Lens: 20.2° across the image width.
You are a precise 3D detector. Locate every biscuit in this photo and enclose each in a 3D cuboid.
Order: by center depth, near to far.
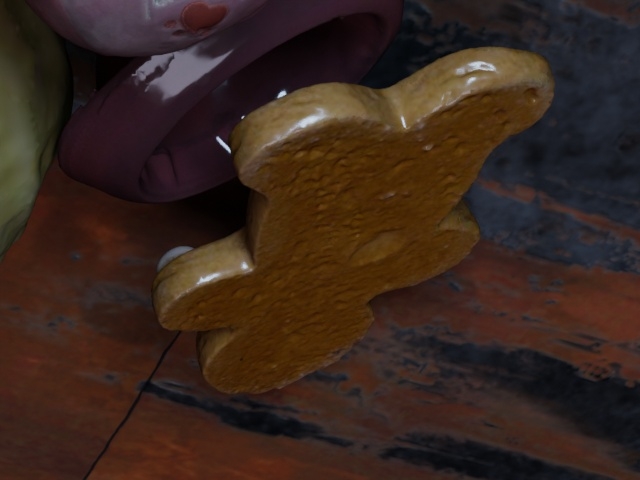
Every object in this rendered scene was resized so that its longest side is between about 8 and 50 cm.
[{"bbox_3d":[0.000,-0.002,1.028,0.205,0.049,0.324,-14,152,-21],"label":"biscuit"}]

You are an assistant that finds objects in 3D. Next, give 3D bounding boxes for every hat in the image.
[{"bbox_3d":[-0.052,-0.100,0.923,0.205,0.089,0.205,-32,167,-8],"label":"hat"}]

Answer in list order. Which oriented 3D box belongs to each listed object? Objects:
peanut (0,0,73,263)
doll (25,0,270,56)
[{"bbox_3d":[-0.219,-0.103,0.866,0.174,0.158,0.340,7,133,20],"label":"peanut"},{"bbox_3d":[-0.074,-0.205,0.732,0.196,0.152,0.256,-11,99,10],"label":"doll"}]
